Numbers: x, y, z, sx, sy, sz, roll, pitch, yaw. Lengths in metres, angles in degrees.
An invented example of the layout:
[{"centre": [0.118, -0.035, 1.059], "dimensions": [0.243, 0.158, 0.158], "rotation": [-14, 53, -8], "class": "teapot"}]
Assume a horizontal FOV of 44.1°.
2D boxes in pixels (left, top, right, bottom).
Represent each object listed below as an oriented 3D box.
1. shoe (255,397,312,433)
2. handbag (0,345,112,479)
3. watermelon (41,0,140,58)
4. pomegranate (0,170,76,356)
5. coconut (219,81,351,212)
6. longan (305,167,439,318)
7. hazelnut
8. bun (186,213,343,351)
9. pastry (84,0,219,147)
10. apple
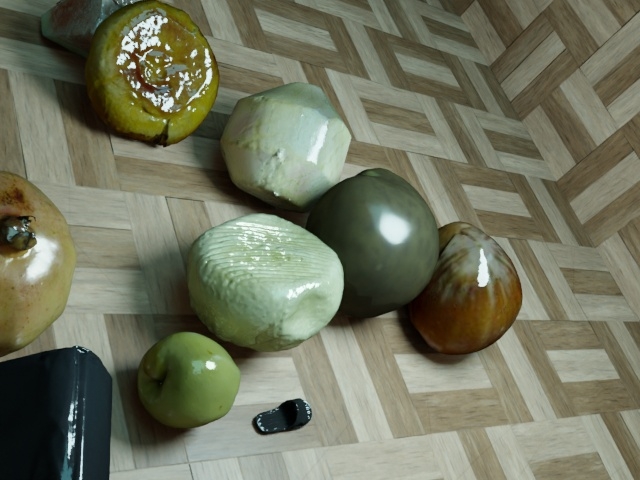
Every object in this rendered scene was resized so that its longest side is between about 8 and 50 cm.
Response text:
[{"centre": [-0.069, 0.375, 1.709], "dimensions": [0.159, 0.053, 0.062], "rotation": [-7, 57, -42], "class": "shoe"}, {"centre": [-0.481, 0.349, 1.289], "dimensions": [0.178, 0.275, 0.302], "rotation": [71, 6, -51], "class": "handbag"}, {"centre": [-0.544, -0.558, 2.020], "dimensions": [0.310, 0.231, 0.193], "rotation": [20, 75, -19], "class": "watermelon"}, {"centre": [-0.576, 0.032, 1.353], "dimensions": [0.338, 0.338, 0.338], "rotation": [24, 42, -24], "class": "pomegranate"}, {"centre": [-0.088, -0.259, 2.083], "dimensions": [0.352, 0.352, 0.353], "rotation": [24, 42, -24], "class": "coconut"}, {"centre": [0.130, 0.004, 1.990], "dimensions": [0.404, 0.336, 0.405], "rotation": [-1, 90, -67], "class": "longan"}, {"centre": [0.387, 0.128, 2.131], "dimensions": [0.315, 0.372, 0.372], "rotation": [-8, 56, -12], "class": "hazelnut"}, {"centre": [-0.130, 0.103, 1.754], "dimensions": [0.349, 0.227, 0.352], "rotation": [6, 33, -20], "class": "bun"}, {"centre": [-0.410, -0.407, 1.937], "dimensions": [0.356, 0.356, 0.164], "rotation": [14, 2, -33], "class": "pastry"}, {"centre": [-0.255, 0.273, 1.532], "dimensions": [0.200, 0.200, 0.200], "rotation": [24, 42, -24], "class": "apple"}]
